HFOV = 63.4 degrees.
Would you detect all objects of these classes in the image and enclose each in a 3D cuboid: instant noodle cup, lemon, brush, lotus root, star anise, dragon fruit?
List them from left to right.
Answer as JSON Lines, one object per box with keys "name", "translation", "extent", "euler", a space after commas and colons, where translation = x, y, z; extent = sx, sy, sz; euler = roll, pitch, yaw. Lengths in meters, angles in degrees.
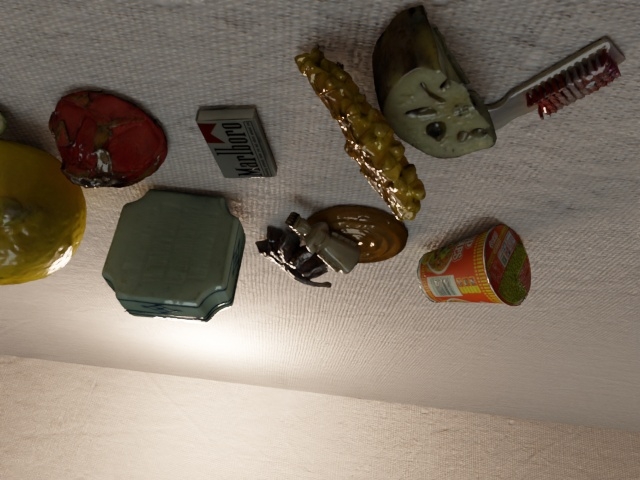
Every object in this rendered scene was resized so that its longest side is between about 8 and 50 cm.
{"name": "lemon", "translation": [-0.655, -0.053, 1.081], "extent": [0.336, 0.336, 0.336], "euler": [6, 151, 3]}
{"name": "dragon fruit", "translation": [-0.415, -0.158, 0.991], "extent": [0.218, 0.148, 0.223], "euler": [29, 145, -35]}
{"name": "star anise", "translation": [-0.060, 0.052, 1.325], "extent": [0.231, 0.089, 0.209], "euler": [38, 164, -1]}
{"name": "lotus root", "translation": [0.166, -0.218, 0.780], "extent": [0.138, 0.119, 0.235], "euler": [-23, 140, 36]}
{"name": "instant noodle cup", "translation": [0.353, 0.074, 1.226], "extent": [0.193, 0.193, 0.212], "euler": [28, 153, -33]}
{"name": "brush", "translation": [0.319, -0.209, 0.840], "extent": [0.060, 0.050, 0.321], "euler": [23, 149, -33]}

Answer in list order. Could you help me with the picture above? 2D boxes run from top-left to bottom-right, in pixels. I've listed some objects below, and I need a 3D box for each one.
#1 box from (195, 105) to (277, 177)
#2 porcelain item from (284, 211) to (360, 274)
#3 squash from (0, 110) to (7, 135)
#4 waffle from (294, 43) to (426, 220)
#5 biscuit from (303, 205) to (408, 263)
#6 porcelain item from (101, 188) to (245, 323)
{"name": "box", "translation": [-0.157, -0.184, 1.001], "extent": [0.115, 0.036, 0.177], "euler": [2, 151, 10]}
{"name": "porcelain item", "translation": [0.000, 0.000, 1.195], "extent": [0.213, 0.084, 0.054], "euler": [34, 170, -32]}
{"name": "squash", "translation": [-0.719, -0.230, 1.014], "extent": [0.238, 0.069, 0.069], "euler": [2, 151, 11]}
{"name": "waffle", "translation": [0.079, -0.155, 0.814], "extent": [0.069, 0.260, 0.293], "euler": [-36, 144, 4]}
{"name": "biscuit", "translation": [0.085, -0.005, 1.271], "extent": [0.262, 0.037, 0.262], "euler": [6, 151, 3]}
{"name": "porcelain item", "translation": [-0.325, 0.040, 1.188], "extent": [0.281, 0.286, 0.157], "euler": [5, 154, 0]}
